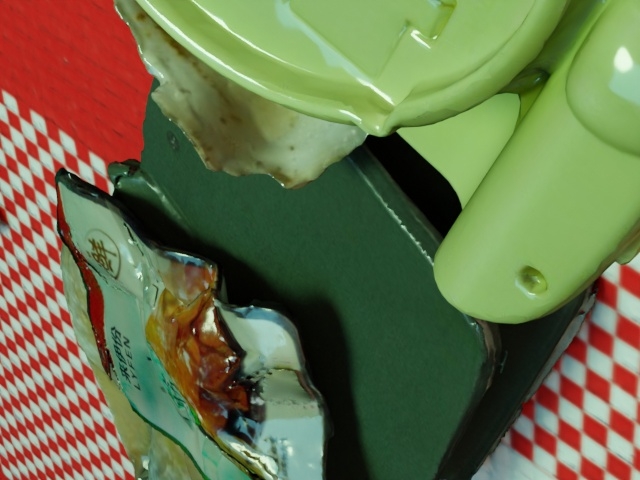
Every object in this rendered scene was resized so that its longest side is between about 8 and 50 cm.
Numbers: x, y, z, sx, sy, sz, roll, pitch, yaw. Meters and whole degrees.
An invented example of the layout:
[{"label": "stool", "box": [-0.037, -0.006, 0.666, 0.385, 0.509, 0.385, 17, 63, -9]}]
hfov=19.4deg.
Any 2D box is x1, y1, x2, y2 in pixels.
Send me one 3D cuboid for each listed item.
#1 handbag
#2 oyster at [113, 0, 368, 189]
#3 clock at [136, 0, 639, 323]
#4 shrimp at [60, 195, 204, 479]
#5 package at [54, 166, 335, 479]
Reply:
[{"label": "handbag", "box": [-0.001, 0.001, 0.942, 0.260, 0.079, 0.247, 47, 150, 18]}, {"label": "oyster", "box": [-0.036, -0.144, 0.824, 0.232, 0.161, 0.107, 51, -179, 6]}, {"label": "clock", "box": [0.019, -0.161, 0.641, 0.348, 0.117, 0.286, 40, 139, 10]}, {"label": "shrimp", "box": [-0.082, 0.168, 1.217, 0.221, 0.110, 0.445, 29, 138, 49]}, {"label": "package", "box": [-0.071, 0.065, 0.995, 0.232, 0.040, 0.166, 30, 140, 44]}]
